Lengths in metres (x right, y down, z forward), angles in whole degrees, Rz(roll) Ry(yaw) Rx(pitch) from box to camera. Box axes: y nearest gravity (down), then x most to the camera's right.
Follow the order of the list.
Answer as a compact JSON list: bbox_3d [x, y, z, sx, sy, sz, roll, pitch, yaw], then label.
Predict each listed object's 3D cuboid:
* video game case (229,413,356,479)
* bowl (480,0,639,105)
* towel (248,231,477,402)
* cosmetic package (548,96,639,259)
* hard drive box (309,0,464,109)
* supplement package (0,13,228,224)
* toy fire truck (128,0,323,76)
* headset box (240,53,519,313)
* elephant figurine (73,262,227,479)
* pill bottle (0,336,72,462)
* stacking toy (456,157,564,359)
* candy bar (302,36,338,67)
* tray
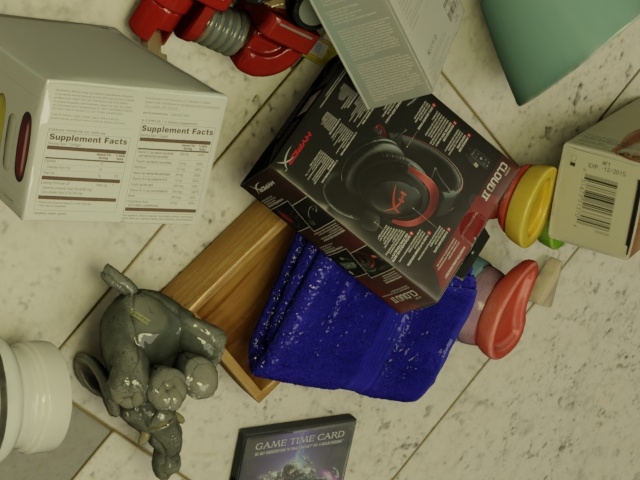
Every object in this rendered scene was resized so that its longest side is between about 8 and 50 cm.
[{"bbox_3d":[-0.055,0.388,2.018,0.196,0.026,0.274,-3,112,-36],"label":"video game case"},{"bbox_3d":[0.330,-0.335,1.795,0.311,0.311,0.163,-40,92,-14],"label":"bowl"},{"bbox_3d":[0.065,0.103,1.834,0.308,0.076,0.228,15,102,-40],"label":"towel"},{"bbox_3d":[0.458,-0.097,2.017,0.296,0.129,0.153,-31,133,-51],"label":"cosmetic package"},{"bbox_3d":[0.064,-0.298,1.568,0.232,0.089,0.181,60,34,-30],"label":"hard drive box"},{"bbox_3d":[-0.258,-0.131,1.447,0.204,0.262,0.145,1,111,-37],"label":"supplement package"},{"bbox_3d":[-0.123,-0.234,1.593,0.217,0.158,0.246,20,116,-37],"label":"toy fire truck"},{"bbox_3d":[0.086,-0.068,1.693,0.293,0.110,0.218,38,68,-12],"label":"headset box"},{"bbox_3d":[-0.223,0.171,1.712,0.169,0.239,0.186,14,63,-14],"label":"elephant figurine"},{"bbox_3d":[-0.431,0.180,1.543,0.278,0.162,0.162,1,111,-38],"label":"pill bottle"},{"bbox_3d":[0.271,0.002,2.048,0.279,0.130,0.309,-24,132,-58],"label":"stacking toy"},{"bbox_3d":[0.014,-0.233,1.763,0.161,0.018,0.040,23,94,-41],"label":"candy bar"},{"bbox_3d":[0.000,0.000,1.833,0.411,0.076,0.203,-44,131,-10],"label":"tray"}]
